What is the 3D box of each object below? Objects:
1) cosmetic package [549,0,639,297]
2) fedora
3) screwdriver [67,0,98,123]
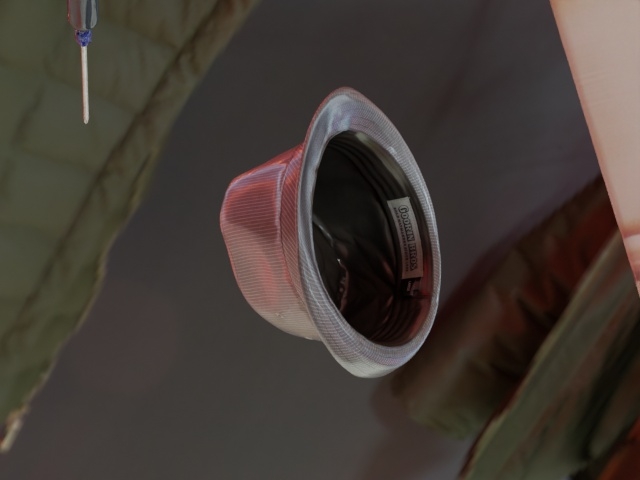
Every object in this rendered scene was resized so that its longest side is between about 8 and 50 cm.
[{"bbox_3d":[0.199,-0.110,0.663,0.153,0.129,0.296,-21,94,-55],"label":"cosmetic package"},{"bbox_3d":[0.000,0.000,1.239,0.124,0.243,0.275,-6,-25,30],"label":"fedora"},{"bbox_3d":[-0.173,-0.136,1.025,0.024,0.170,0.025,-29,61,-24],"label":"screwdriver"}]
